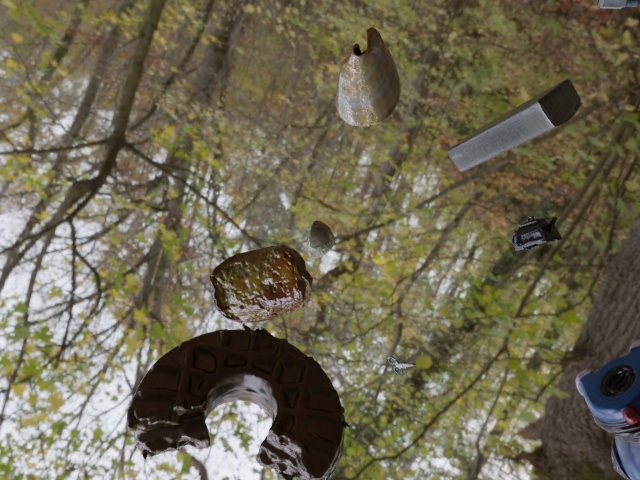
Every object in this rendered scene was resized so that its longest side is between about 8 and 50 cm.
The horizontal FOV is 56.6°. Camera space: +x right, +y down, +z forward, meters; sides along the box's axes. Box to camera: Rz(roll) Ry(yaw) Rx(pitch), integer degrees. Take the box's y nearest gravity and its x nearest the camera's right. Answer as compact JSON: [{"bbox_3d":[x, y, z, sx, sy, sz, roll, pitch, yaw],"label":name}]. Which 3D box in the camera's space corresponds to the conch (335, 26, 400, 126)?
[{"bbox_3d":[0.104,-0.313,1.201,0.127,0.158,0.255,46,179,6],"label":"conch"}]

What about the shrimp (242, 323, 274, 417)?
[{"bbox_3d":[-0.134,0.346,1.581,0.294,0.154,0.062,56,-177,16],"label":"shrimp"}]

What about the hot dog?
[{"bbox_3d":[-0.128,0.102,1.415,0.258,0.175,0.114,-13,174,23],"label":"hot dog"}]

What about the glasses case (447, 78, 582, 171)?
[{"bbox_3d":[0.271,-0.157,0.850,0.047,0.070,0.205,55,156,-4],"label":"glasses case"}]

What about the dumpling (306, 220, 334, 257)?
[{"bbox_3d":[0.000,-0.001,1.245,0.059,0.077,0.043,11,173,-3],"label":"dumpling"}]

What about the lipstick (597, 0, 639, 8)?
[{"bbox_3d":[0.629,-0.490,1.220,0.107,0.025,0.025,2,-154,1],"label":"lipstick"}]

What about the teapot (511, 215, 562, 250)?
[{"bbox_3d":[0.674,-0.029,1.871,0.087,0.096,0.177,-6,167,-35],"label":"teapot"}]

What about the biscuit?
[{"bbox_3d":[-0.129,0.280,1.047,0.366,0.115,0.268,13,-138,-1],"label":"biscuit"}]

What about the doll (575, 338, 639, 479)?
[{"bbox_3d":[0.696,0.384,1.198,0.310,0.284,0.240,45,-140,-9],"label":"doll"}]

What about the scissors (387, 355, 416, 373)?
[{"bbox_3d":[0.221,0.333,1.586,0.014,0.058,0.119,-32,-176,-27],"label":"scissors"}]
